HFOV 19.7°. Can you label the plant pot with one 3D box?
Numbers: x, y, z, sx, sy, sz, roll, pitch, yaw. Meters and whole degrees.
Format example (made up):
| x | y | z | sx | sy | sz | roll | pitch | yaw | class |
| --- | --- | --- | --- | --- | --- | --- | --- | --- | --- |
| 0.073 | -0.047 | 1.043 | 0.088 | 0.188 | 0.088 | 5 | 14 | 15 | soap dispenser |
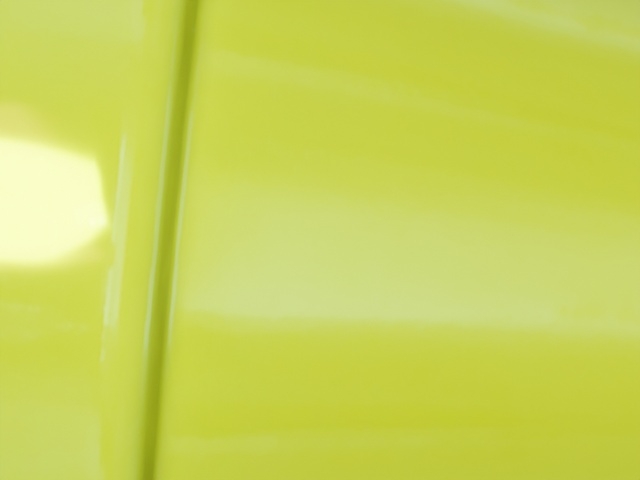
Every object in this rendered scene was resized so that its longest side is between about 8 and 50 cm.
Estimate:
| x | y | z | sx | sy | sz | roll | pitch | yaw | class |
| --- | --- | --- | --- | --- | --- | --- | --- | --- | --- |
| 0.000 | 0.000 | 0.495 | 0.239 | 0.254 | 0.254 | 6 | 86 | -2 | plant pot |
